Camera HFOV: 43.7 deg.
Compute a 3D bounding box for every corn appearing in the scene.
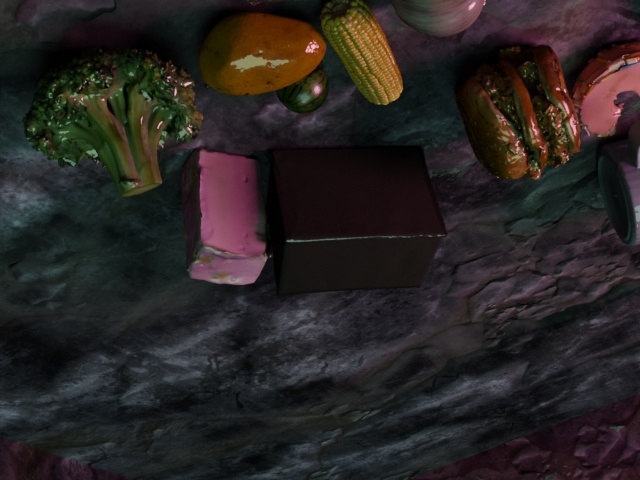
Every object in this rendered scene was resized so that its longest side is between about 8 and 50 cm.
[{"bbox_3d":[0.081,-0.343,1.452,0.093,0.093,0.244,-24,143,15],"label":"corn"}]

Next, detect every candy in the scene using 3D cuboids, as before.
[{"bbox_3d":[-0.195,-0.052,1.620,0.156,0.265,0.115,6,144,-24],"label":"candy"}]

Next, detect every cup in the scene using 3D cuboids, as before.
[{"bbox_3d":[0.807,-0.141,1.764,0.312,0.256,0.331,-15,170,7],"label":"cup"}]

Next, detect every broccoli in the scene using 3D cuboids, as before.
[{"bbox_3d":[-0.352,-0.216,1.400,0.288,0.235,0.259,-23,109,28],"label":"broccoli"}]

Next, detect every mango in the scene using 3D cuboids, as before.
[{"bbox_3d":[-0.102,-0.330,1.395,0.228,0.109,0.147,-13,119,0],"label":"mango"}]

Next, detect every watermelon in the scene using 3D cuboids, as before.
[{"bbox_3d":[-0.030,-0.287,1.492,0.109,0.108,0.109,-8,144,-6],"label":"watermelon"}]

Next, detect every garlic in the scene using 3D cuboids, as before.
[{"bbox_3d":[0.177,-0.465,1.299,0.257,0.207,0.207,41,126,-7],"label":"garlic"}]

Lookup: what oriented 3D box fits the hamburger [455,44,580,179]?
[{"bbox_3d":[0.394,-0.237,1.571,0.212,0.245,0.260,-20,163,9],"label":"hamburger"}]

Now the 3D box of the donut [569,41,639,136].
[{"bbox_3d":[0.614,-0.321,1.637,0.233,0.085,0.199,-32,140,26],"label":"donut"}]

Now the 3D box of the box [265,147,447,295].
[{"bbox_3d":[0.060,-0.043,1.712,0.346,0.251,0.204,-2,143,-13],"label":"box"}]

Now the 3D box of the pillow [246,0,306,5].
[{"bbox_3d":[-0.062,-0.458,1.298,0.118,0.043,0.185,-7,144,-11],"label":"pillow"}]
